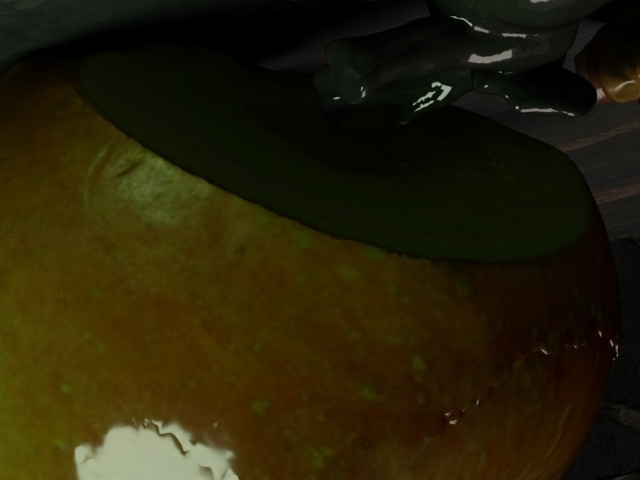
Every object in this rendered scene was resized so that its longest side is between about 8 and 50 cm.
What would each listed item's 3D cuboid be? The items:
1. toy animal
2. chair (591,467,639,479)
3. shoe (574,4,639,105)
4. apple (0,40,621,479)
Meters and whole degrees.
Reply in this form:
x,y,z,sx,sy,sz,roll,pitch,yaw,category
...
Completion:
x,y,z,sx,sy,sz,roll,pitch,yaw,category
0.069,-0.107,0.877,0.146,0.114,0.245,-10,174,-22,toy animal
0.096,0.082,1.694,0.226,0.401,0.226,-24,159,-9,chair
0.216,-0.120,1.296,0.069,0.072,0.109,-12,176,37,shoe
-0.044,0.047,1.055,0.384,0.374,0.374,-37,176,-6,apple
